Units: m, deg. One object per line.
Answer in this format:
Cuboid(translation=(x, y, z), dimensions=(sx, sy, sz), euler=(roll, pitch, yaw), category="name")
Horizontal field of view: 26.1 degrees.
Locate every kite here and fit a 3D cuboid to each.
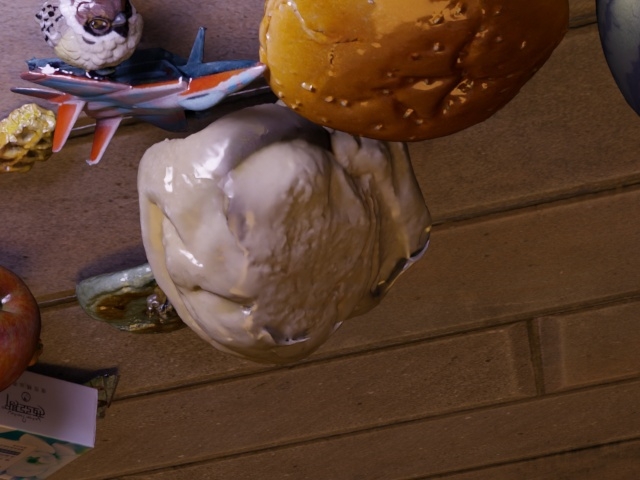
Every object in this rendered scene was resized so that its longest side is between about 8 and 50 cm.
Cuboid(translation=(-0.456, 0.277, 2.393), dimensions=(0.322, 0.013, 0.267), euler=(-19, 153, 24), category="kite")

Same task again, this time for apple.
Cuboid(translation=(-0.473, 0.120, 1.861), dimensions=(0.188, 0.188, 0.174), euler=(16, 137, -41), category="apple")

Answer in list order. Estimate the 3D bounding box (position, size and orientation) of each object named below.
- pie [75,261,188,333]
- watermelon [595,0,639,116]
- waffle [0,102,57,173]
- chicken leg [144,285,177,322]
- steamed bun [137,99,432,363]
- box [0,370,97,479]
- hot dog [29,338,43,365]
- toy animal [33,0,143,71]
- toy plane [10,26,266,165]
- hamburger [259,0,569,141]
Cuboid(translation=(-0.231, 0.074, 2.000), dimensions=(0.240, 0.054, 0.240), euler=(-8, 155, -4), category="pie")
Cuboid(translation=(0.413, -0.220, 1.345), dimensions=(0.278, 0.279, 0.359), euler=(-19, 154, 20), category="watermelon")
Cuboid(translation=(-0.395, -0.114, 1.561), dimensions=(0.194, 0.051, 0.149), euler=(-2, 155, -13), category="waffle")
Cuboid(translation=(-0.159, 0.031, 1.858), dimensions=(0.103, 0.088, 0.228), euler=(0, 133, -42), category="chicken leg")
Cuboid(translation=(-0.051, -0.029, 1.609), dimensions=(0.372, 0.230, 0.325), euler=(-18, 126, -44), category="steamed bun")
Cuboid(translation=(-0.534, 0.296, 2.256), dimensions=(0.274, 0.116, 0.203), euler=(21, 143, -35), category="box")
Cuboid(translation=(-0.504, 0.150, 2.063), dimensions=(0.188, 0.055, 0.072), euler=(16, 175, -33), category="hot dog")
Cuboid(translation=(-0.237, -0.225, 1.352), dimensions=(0.137, 0.098, 0.098), euler=(28, 169, 27), category="toy animal")
Cuboid(translation=(-0.173, -0.164, 1.442), dimensions=(0.326, 0.104, 0.223), euler=(-15, 157, 40), category="toy plane")
Cuboid(translation=(0.085, -0.223, 1.359), dimensions=(0.314, 0.170, 0.290), euler=(3, 146, -20), category="hamburger")
